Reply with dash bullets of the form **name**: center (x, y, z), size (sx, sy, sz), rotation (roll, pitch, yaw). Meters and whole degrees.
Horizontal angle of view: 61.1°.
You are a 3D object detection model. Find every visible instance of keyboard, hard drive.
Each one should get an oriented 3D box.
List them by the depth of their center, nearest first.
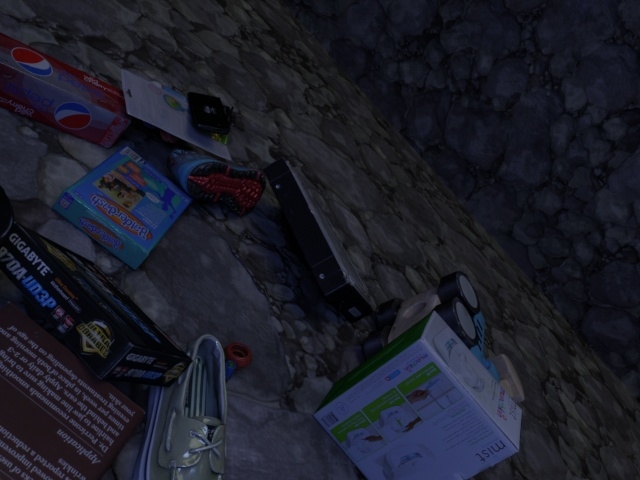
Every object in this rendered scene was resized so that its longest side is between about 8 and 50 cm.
- **keyboard**: center (-0.227, -0.257, 1.139), size (0.100, 0.038, 0.192), rotation (7, 32, -22)
- **hard drive**: center (0.000, 0.000, 1.204), size (0.339, 0.064, 0.237), rotation (62, 6, 29)

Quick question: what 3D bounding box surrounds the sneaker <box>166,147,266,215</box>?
- **sneaker**: center (-0.213, -0.136, 1.128), size (0.125, 0.104, 0.262), rotation (35, 6, 26)

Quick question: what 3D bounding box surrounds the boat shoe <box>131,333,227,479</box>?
- **boat shoe**: center (-0.169, 0.254, 0.688), size (0.109, 0.094, 0.302), rotation (25, 35, -36)

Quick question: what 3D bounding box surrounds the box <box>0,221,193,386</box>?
- **box**: center (-0.275, 0.085, 0.662), size (0.220, 0.051, 0.175), rotation (39, -9, 18)

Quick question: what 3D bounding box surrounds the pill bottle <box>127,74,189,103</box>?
- **pill bottle**: center (-0.339, -0.286, 1.167), size (0.160, 0.087, 0.087), rotation (25, 35, -36)

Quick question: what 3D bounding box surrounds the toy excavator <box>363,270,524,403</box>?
- **toy excavator**: center (0.335, 0.298, 1.278), size (0.445, 0.222, 0.433), rotation (59, 26, -8)

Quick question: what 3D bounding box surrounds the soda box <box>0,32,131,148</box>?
- **soda box**: center (-0.473, -0.261, 0.947), size (0.263, 0.083, 0.092), rotation (21, 36, -42)

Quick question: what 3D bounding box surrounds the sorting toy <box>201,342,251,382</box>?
- **sorting toy**: center (-0.156, 0.194, 0.856), size (0.102, 0.042, 0.061), rotation (6, 31, -36)

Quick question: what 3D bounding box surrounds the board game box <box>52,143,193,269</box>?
- **board game box**: center (-0.328, -0.064, 0.933), size (0.160, 0.047, 0.210), rotation (41, 27, -13)

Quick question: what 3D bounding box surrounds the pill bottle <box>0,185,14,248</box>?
- **pill bottle**: center (-0.400, 0.027, 0.522), size (0.122, 0.219, 0.123), rotation (35, 29, -23)

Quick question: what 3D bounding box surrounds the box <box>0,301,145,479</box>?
- **box**: center (-0.331, 0.241, 0.430), size (0.191, 0.143, 0.381), rotation (43, 26, -8)

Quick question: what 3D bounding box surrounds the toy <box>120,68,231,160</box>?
- **toy**: center (-0.296, -0.235, 1.089), size (0.237, 0.056, 0.137), rotation (18, 39, -43)

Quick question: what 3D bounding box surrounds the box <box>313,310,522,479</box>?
- **box**: center (0.164, 0.297, 0.926), size (0.231, 0.262, 0.127), rotation (48, 27, 3)
